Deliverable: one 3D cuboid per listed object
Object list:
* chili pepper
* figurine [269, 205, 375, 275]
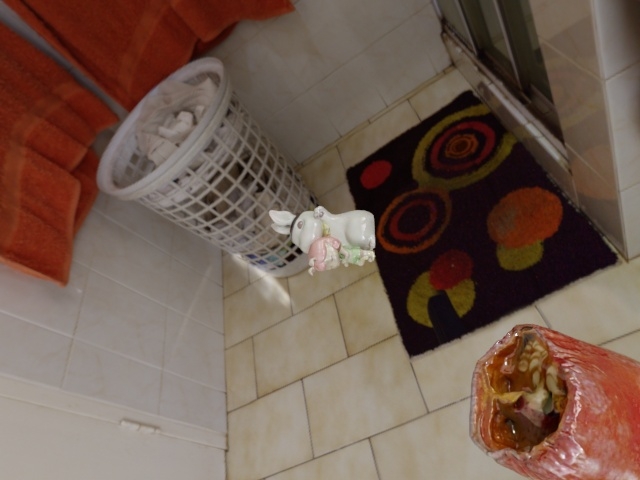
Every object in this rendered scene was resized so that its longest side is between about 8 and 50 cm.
[{"bbox_3d":[0.408,0.263,0.658,0.229,0.306,0.251,-37,32,54],"label":"chili pepper"},{"bbox_3d":[0.001,-0.006,0.583,0.146,0.081,0.098,0,31,-2],"label":"figurine"}]
